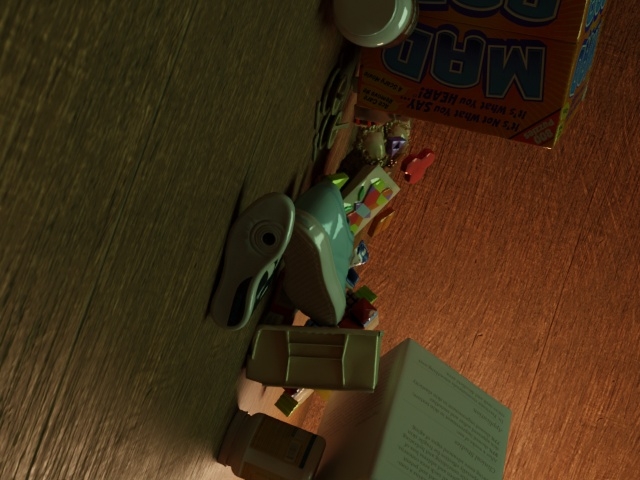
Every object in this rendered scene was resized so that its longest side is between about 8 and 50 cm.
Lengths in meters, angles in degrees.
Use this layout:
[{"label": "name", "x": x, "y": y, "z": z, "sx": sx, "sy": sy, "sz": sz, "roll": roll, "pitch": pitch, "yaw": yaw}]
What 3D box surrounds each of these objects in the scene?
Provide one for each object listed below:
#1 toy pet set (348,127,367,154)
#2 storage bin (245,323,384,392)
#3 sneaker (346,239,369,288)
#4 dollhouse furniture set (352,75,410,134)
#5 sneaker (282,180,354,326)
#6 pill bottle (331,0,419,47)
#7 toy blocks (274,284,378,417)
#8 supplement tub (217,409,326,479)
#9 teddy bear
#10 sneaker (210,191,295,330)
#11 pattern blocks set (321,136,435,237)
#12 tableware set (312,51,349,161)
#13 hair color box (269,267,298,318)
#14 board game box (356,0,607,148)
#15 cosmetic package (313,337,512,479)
[{"label": "toy pet set", "x": 0.105, "y": -0.252, "z": 2.156, "sx": 0.114, "sy": 0.065, "sz": 0.122, "roll": -35, "pitch": 172, "yaw": 5}, {"label": "storage bin", "x": -0.004, "y": 0.239, "z": 1.826, "sx": 0.262, "sy": 0.260, "sz": 0.123, "roll": 44, "pitch": 49, "yaw": -83}, {"label": "sneaker", "x": 0.068, "y": -0.006, "z": 2.180, "sx": 0.112, "sy": 0.131, "sz": 0.296, "roll": -60, "pitch": 166, "yaw": -47}, {"label": "dollhouse furniture set", "x": 0.138, "y": -0.351, "z": 1.918, "sx": 0.259, "sy": 0.135, "sz": 0.262, "roll": 82, "pitch": 27, "yaw": -52}, {"label": "sneaker", "x": 0.015, "y": 0.031, "z": 1.646, "sx": 0.150, "sy": 0.135, "sz": 0.366, "roll": -50, "pitch": 158, "yaw": -25}, {"label": "pill bottle", "x": 0.083, "y": -0.355, "z": 1.342, "sx": 0.216, "sy": 0.121, "sz": 0.121, "roll": -46, "pitch": 155, "yaw": -74}, {"label": "toy blocks", "x": 0.008, "y": 0.250, "z": 2.131, "sx": 0.381, "sy": 0.191, "sz": 0.261, "roll": -45, "pitch": 167, "yaw": -8}, {"label": "supplement tub", "x": -0.102, "y": 0.451, "z": 1.863, "sx": 0.144, "sy": 0.199, "sz": 0.144, "roll": 21, "pitch": 90, "yaw": -83}, {"label": "teddy bear", "x": 0.069, "y": -0.115, "z": 1.841, "sx": 0.245, "sy": 0.113, "sz": 0.338, "roll": -39, "pitch": 158, "yaw": -37}, {"label": "sneaker", "x": -0.092, "y": 0.015, "z": 1.264, "sx": 0.217, "sy": 0.079, "sz": 0.121, "roll": -64, "pitch": 179, "yaw": 20}, {"label": "pattern blocks set", "x": 0.076, "y": -0.068, "z": 1.742, "sx": 0.285, "sy": 0.026, "sz": 0.325, "roll": 11, "pitch": 121, "yaw": -54}, {"label": "tableware set", "x": 0.029, "y": -0.234, "z": 1.603, "sx": 0.194, "sy": 0.039, "sz": 0.128, "roll": 96, "pitch": 15, "yaw": -62}, {"label": "hair color box", "x": -0.053, "y": 0.096, "z": 1.850, "sx": 0.167, "sy": 0.053, "sz": 0.093, "roll": -34, "pitch": 142, "yaw": -76}, {"label": "board game box", "x": 0.309, "y": -0.414, "z": 1.574, "sx": 0.356, "sy": 0.356, "sz": 0.356, "roll": -42, "pitch": 143, "yaw": -58}, {"label": "cosmetic package", "x": 0.183, "y": 0.506, "z": 1.972, "sx": 0.327, "sy": 0.329, "sz": 0.394, "roll": -42, "pitch": -164, "yaw": 41}]
